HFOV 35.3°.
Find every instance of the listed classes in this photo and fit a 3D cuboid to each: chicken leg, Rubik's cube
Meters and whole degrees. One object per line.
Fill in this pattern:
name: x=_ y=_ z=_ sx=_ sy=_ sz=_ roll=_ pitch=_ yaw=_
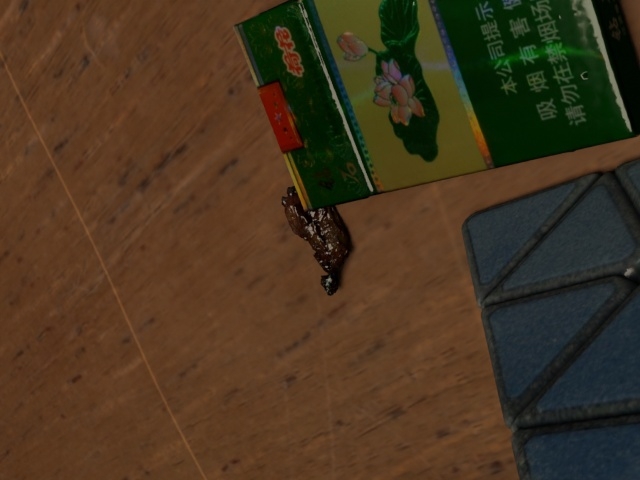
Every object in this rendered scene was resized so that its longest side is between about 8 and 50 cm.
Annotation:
chicken leg: x=0.001 y=-0.002 z=0.691 sx=0.036 sy=0.021 sz=0.083 roll=-19 pitch=105 yaw=33
Rubik's cube: x=0.199 y=0.057 z=0.482 sx=0.233 sy=0.228 sz=0.228 roll=-1 pitch=161 yaw=2

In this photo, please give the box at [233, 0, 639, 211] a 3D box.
box: x=0.060 y=-0.099 z=0.581 sx=0.235 sy=0.034 sz=0.132 roll=-10 pitch=106 yaw=42
